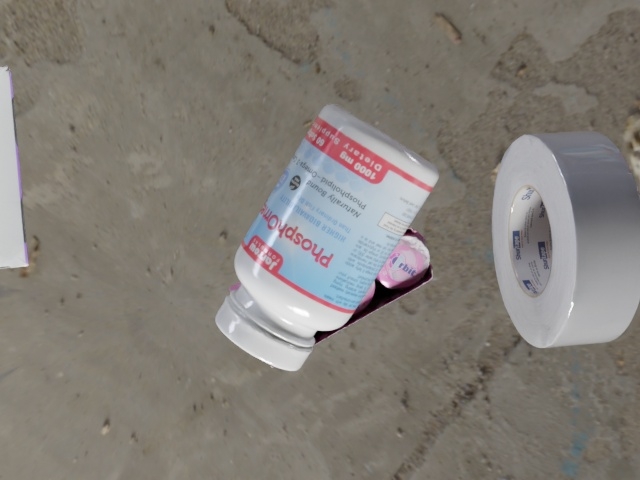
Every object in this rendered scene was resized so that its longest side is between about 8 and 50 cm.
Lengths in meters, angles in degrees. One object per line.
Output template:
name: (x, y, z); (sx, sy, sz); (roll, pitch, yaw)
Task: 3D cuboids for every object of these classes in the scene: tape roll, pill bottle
tape roll: (0.246, -0.001, 0.977); (0.072, 0.219, 0.219); (-4, 87, -9)
pill bottle: (0.000, 0.000, 0.615); (0.087, 0.087, 0.160); (31, 98, -6)

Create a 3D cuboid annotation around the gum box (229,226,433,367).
gum box: (0.013, 0.041, 0.946); (0.188, 0.107, 0.062); (-28, 106, -7)

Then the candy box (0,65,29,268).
candy box: (-0.319, -0.069, 0.838); (0.070, 0.196, 0.164); (-8, 102, -29)
